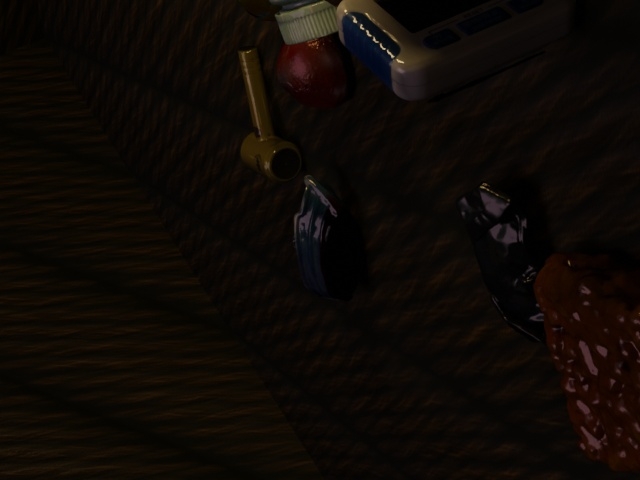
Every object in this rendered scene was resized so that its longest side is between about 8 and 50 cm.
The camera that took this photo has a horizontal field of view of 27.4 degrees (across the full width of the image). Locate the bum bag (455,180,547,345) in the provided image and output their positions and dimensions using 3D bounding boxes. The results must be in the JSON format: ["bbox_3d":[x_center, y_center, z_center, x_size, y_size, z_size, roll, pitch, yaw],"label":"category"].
[{"bbox_3d":[0.285,0.041,1.933,0.137,0.074,0.310,13,133,53],"label":"bum bag"}]

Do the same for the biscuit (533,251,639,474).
[{"bbox_3d":[0.407,0.173,1.717,0.318,0.111,0.312,21,132,64],"label":"biscuit"}]

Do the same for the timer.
[{"bbox_3d":[0.163,-0.262,1.579,0.178,0.254,0.078,50,158,41],"label":"timer"}]

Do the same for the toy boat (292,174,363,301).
[{"bbox_3d":[0.000,0.000,2.585,0.142,0.129,0.309,30,143,36],"label":"toy boat"}]

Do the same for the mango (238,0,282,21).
[{"bbox_3d":[-0.079,-0.444,2.254,0.125,0.111,0.233,37,162,-23],"label":"mango"}]

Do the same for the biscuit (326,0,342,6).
[{"bbox_3d":[-0.018,-0.472,1.741,0.289,0.081,0.334,-113,8,-75],"label":"biscuit"}]

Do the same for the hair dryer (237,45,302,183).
[{"bbox_3d":[-0.117,-0.257,2.669,0.135,0.090,0.278,32,137,60],"label":"hair dryer"}]

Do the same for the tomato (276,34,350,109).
[{"bbox_3d":[-0.030,-0.312,2.304,0.189,0.099,0.173,60,164,19],"label":"tomato"}]

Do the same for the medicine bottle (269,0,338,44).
[{"bbox_3d":[-0.036,-0.474,2.009,0.158,0.158,0.318,18,131,66],"label":"medicine bottle"}]
